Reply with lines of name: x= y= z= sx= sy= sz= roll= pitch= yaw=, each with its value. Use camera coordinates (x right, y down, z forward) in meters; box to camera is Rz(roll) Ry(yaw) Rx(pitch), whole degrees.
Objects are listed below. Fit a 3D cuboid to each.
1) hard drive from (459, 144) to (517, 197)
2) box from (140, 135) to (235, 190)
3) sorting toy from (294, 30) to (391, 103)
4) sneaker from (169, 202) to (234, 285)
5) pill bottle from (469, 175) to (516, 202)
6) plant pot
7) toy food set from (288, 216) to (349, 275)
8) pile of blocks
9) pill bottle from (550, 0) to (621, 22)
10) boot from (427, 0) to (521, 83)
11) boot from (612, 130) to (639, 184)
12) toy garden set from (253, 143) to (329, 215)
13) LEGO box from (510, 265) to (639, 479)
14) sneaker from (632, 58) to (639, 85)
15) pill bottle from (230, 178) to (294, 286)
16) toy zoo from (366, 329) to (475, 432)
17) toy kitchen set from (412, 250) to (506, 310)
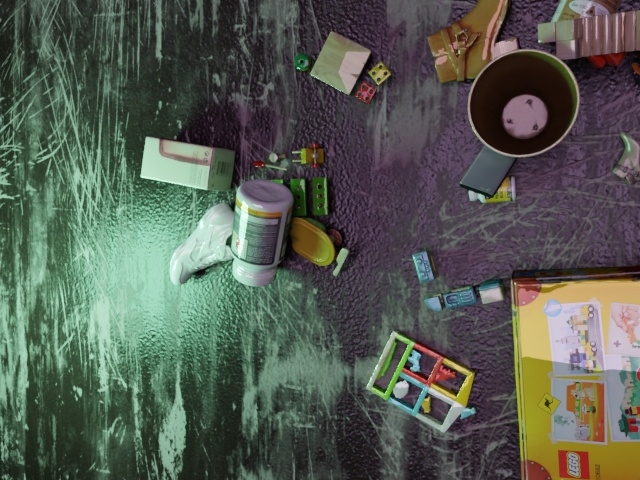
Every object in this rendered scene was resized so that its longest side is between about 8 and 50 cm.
hard drive: x=0.432 y=-0.178 z=1.605 sx=0.094 sy=0.022 sz=0.135 roll=25 pitch=71 yaw=32
box: x=-0.394 y=-0.229 z=1.868 sx=0.232 sy=0.148 sz=0.127 roll=12 pitch=97 yaw=18
sorting toy: x=0.069 y=-0.488 z=1.742 sx=0.274 sy=0.046 sz=0.132 roll=31 pitch=103 yaw=15
sneaker: x=-0.343 y=0.036 z=1.886 sx=0.152 sy=0.114 sz=0.305 roll=43 pitch=106 yaw=13
pill bottle: x=0.448 y=-0.131 z=1.625 sx=0.116 sy=0.065 sz=0.065 roll=-4 pitch=92 yaw=20
plant pot: x=0.487 y=-0.313 z=1.498 sx=0.237 sy=0.254 sz=0.237 roll=2 pitch=95 yaw=19
toy food set: x=0.000 y=0.000 z=1.794 sx=0.217 sy=0.071 sz=0.128 roll=33 pitch=135 yaw=20
pile of blocks: x=0.669 y=-0.448 z=1.386 sx=0.361 sy=0.149 sz=0.113 roll=-4 pitch=107 yaw=11
pill bottle: x=0.649 y=-0.581 z=1.488 sx=0.131 sy=0.131 sz=0.229 roll=26 pitch=102 yaw=16
boot: x=0.385 y=-0.556 z=1.609 sx=0.220 sy=0.109 sz=0.284 roll=-10 pitch=98 yaw=24
boot: x=0.752 y=-0.198 z=1.527 sx=0.118 sy=0.042 sz=0.087 roll=47 pitch=109 yaw=11
toy garden set: x=-0.090 y=-0.173 z=1.821 sx=0.244 sy=0.049 sz=0.204 roll=0 pitch=95 yaw=20
LEGO box: x=0.668 y=0.324 z=1.511 sx=0.372 sy=0.193 sz=0.501 roll=-3 pitch=93 yaw=19
sneaker: x=0.815 y=-0.466 z=1.442 sx=0.179 sy=0.124 sz=0.321 roll=-10 pitch=90 yaw=19
pill bottle: x=-0.171 y=-0.019 z=1.765 sx=0.162 sy=0.162 sz=0.279 roll=23 pitch=122 yaw=16
toy zoo: x=0.295 y=0.400 z=1.733 sx=0.293 sy=0.030 sz=0.193 roll=26 pitch=102 yaw=15
toy kitchen set: x=0.361 y=0.091 z=1.640 sx=0.207 sy=0.122 sz=0.166 roll=-16 pitch=89 yaw=19
